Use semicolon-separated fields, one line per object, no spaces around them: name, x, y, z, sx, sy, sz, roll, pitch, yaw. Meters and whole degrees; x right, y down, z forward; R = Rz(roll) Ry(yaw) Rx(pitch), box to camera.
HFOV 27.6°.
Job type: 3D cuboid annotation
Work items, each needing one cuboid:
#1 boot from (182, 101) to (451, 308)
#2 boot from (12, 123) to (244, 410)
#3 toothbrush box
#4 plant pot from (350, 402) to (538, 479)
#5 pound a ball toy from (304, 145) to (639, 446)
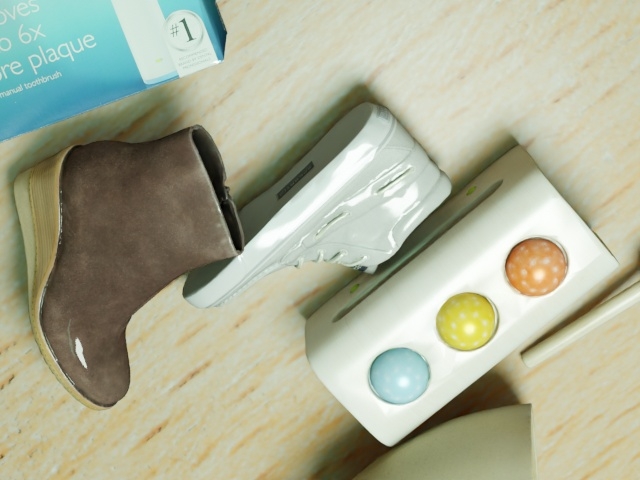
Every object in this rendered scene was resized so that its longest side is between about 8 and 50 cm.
boot;0.000;0.000;1.195;0.258;0.095;0.123;-41;113;17
boot;-0.162;0.030;1.162;0.206;0.090;0.248;-9;102;27
toothbrush box;-0.227;-0.258;1.071;0.216;0.126;0.296;-18;109;4
plant pot;0.112;0.299;1.224;0.191;0.284;0.284;-4;111;9
pound a ball toy;0.171;0.070;1.207;0.319;0.136;0.208;-39;107;11
